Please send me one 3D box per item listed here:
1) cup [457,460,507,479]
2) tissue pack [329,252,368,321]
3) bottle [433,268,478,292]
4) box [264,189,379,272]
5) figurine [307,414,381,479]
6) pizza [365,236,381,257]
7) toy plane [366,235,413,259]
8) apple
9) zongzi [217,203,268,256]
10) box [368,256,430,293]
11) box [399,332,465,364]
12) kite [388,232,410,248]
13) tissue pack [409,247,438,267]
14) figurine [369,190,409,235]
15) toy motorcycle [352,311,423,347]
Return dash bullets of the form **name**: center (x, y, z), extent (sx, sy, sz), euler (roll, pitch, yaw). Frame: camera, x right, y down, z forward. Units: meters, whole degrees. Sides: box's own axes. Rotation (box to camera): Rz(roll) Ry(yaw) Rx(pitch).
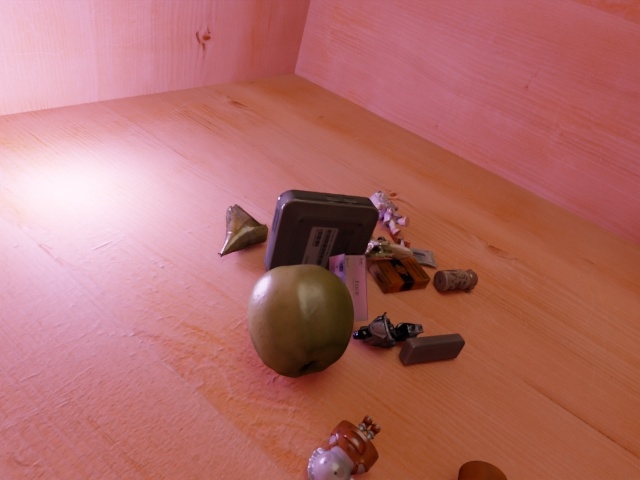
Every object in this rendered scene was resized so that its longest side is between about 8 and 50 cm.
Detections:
- **cup**: center (0.397, 0.726, 1.070), extent (0.226, 0.183, 0.264), euler (-3, 21, 24)
- **tissue pack**: center (0.102, 0.176, 1.540), extent (0.092, 0.148, 0.247), euler (1, 83, -23)
- **bottle**: center (0.637, 0.190, 1.903), extent (0.209, 0.097, 0.110), euler (0, 78, -24)
- **box**: center (0.000, 0.000, 1.613), extent (0.396, 0.396, 0.111), euler (3, 37, -19)
- **figurine**: center (0.058, 0.596, 1.112), extent (0.143, 0.143, 0.271), euler (37, 73, 23)
- **pizza**: center (0.181, 0.029, 1.833), extent (0.034, 0.181, 0.262), euler (53, -5, -17)
- **toy plane**: center (0.293, 0.040, 1.864), extent (0.256, 0.104, 0.242), euler (-4, 17, 35)
- **apple**: center (-0.063, 0.254, 1.317), extent (0.357, 0.357, 0.357), euler (12, 37, -9)
- **zongzi**: center (-0.384, -0.038, 1.749), extent (0.228, 0.115, 0.256), euler (37, 50, 28)
- **box**: center (0.357, 0.152, 1.848), extent (0.237, 0.070, 0.152), euler (-5, 43, -27)
- **box**: center (0.415, 0.401, 1.521), extent (0.243, 0.103, 0.055), euler (1, 36, -23)
- **kite**: center (0.398, 0.040, 1.980), extent (0.222, 0.008, 0.125), euler (20, 51, -46)
- **tissue pack**: center (0.479, 0.080, 2.028), extent (0.192, 0.026, 0.123), euler (10, 37, -11)
- **figurine**: center (0.350, -0.148, 2.184), extent (0.200, 0.133, 0.276), euler (-2, 44, -44)
- **toy motorcycle**: center (0.257, 0.332, 1.503), extent (0.270, 0.159, 0.106), euler (2, 61, -19)
